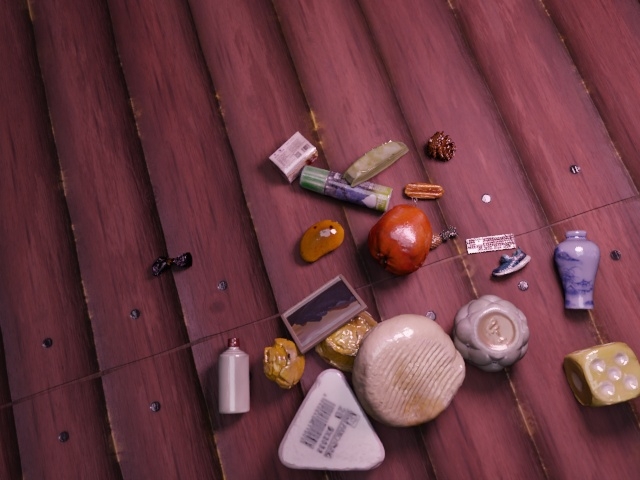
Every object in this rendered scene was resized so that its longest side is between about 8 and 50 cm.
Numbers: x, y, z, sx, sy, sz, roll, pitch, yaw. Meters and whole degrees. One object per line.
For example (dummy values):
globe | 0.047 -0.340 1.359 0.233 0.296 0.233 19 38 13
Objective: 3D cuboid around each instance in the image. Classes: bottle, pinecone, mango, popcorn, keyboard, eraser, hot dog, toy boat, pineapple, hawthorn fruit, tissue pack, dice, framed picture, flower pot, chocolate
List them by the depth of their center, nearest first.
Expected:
dice | 0.880 0.417 1.658 0.169 0.166 0.169 -16 76 2
flower pot | 0.543 0.296 1.704 0.246 0.195 0.246 -1 76 4
eraser | 0.035 0.567 1.705 0.331 0.150 0.332 -1 74 4
popcorn | -0.122 0.405 1.769 0.148 0.152 0.167 27 50 -23
bottle | -0.291 0.451 1.785 0.104 0.104 0.245 -4 75 4
framed picture | 0.006 0.243 1.807 0.265 0.018 0.192 -35 44 -4
hawthorn fruit | 0.286 -0.030 1.812 0.211 0.211 0.299 24 64 10
keyboard | 0.597 0.012 1.862 0.165 0.017 0.055 -7 76 3
pineapple | 0.428 -0.012 1.864 0.124 0.058 0.058 -20 75 -1
mango | -0.001 -0.003 1.885 0.178 0.090 0.115 -31 83 5
toy boat | 0.203 -0.291 1.905 0.293 0.055 0.093 -33 65 -23
bottle | 0.090 -0.189 1.918 0.329 0.093 0.093 17 78 9
hot dog | 0.374 -0.179 1.919 0.144 0.038 0.062 3 73 3
chocolate | -0.541 0.080 1.923 0.147 0.070 0.072 -10 47 2
pinecone | 0.438 -0.336 1.927 0.102 0.102 0.109 -44 87 -6
tissue pack | -0.098 -0.305 1.960 0.148 0.099 0.106 -43 74 -6

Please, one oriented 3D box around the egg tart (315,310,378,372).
egg tart | 0.092 0.329 1.792 0.231 0.098 0.252 -29 72 -6

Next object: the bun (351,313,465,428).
bun | 0.255 0.397 1.674 0.365 0.219 0.365 -2 98 -17

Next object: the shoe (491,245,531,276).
shoe | 0.645 0.077 1.818 0.142 0.064 0.071 -31 76 -6

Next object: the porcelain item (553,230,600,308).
porcelain item | 0.853 0.097 1.763 0.141 0.141 0.259 -2 83 5
